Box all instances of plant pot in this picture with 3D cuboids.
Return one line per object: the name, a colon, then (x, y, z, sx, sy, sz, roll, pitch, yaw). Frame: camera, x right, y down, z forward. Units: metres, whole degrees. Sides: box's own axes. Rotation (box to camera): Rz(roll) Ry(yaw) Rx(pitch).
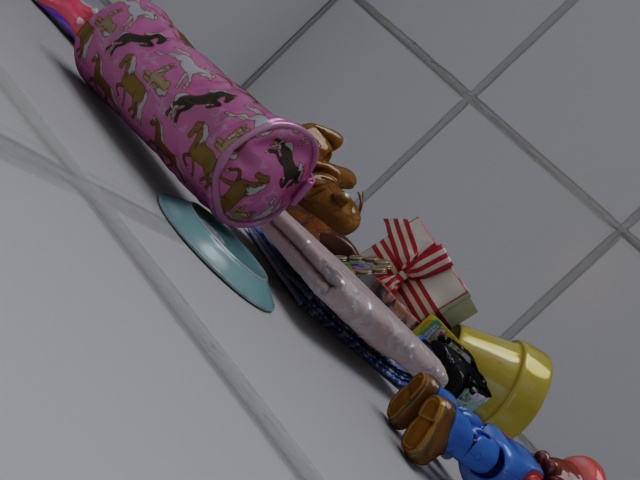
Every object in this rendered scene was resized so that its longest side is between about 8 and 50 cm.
plant pot: (0.410, 0.339, 1.824, 0.239, 0.254, 0.254, 30, 5, -4)

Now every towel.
towel: (0.023, 0.109, 1.225, 0.336, 0.040, 0.243, 44, 4, -41)
towel: (0.030, 0.070, 1.107, 0.332, 0.053, 0.317, 41, 2, -44)

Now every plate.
plate: (-0.113, 0.007, 0.840, 0.188, 0.024, 0.188, 47, 3, -3)

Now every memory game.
memory game: (0.066, 0.053, 1.585, 0.186, 0.186, 0.012, -118, -152, -78)

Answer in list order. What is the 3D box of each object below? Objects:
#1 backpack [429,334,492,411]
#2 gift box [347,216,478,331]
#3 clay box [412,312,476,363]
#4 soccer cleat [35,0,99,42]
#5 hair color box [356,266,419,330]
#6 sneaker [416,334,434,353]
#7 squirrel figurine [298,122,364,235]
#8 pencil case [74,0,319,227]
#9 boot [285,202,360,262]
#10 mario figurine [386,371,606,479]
backpack: (0.295, 0.309, 1.589, 0.182, 0.115, 0.152, 39, 23, -46)
gift box: (0.201, 0.106, 1.755, 0.276, 0.255, 0.258, 54, 4, 25)
clay box: (0.254, 0.254, 1.643, 0.222, 0.127, 0.053, 44, 3, -43)
soccer cleat: (-0.451, -0.409, 1.291, 0.248, 0.083, 0.095, 42, -27, 14)
hair color box: (0.128, 0.150, 1.595, 0.167, 0.093, 0.053, 47, 4, 21)
sneaker: (0.193, 0.247, 1.445, 0.090, 0.081, 0.232, 50, 11, 16)
squirrel figurine: (-0.061, -0.160, 2.066, 0.397, 0.281, 0.370, 25, 27, -41)
pencil case: (-0.170, -0.172, 0.944, 0.386, 0.167, 0.160, 44, -34, 34)
boot: (0.000, 0.000, 1.781, 0.264, 0.096, 0.280, 46, 4, -5)
mario figurine: (0.218, 0.312, 0.892, 0.321, 0.170, 0.198, 35, 42, -12)
